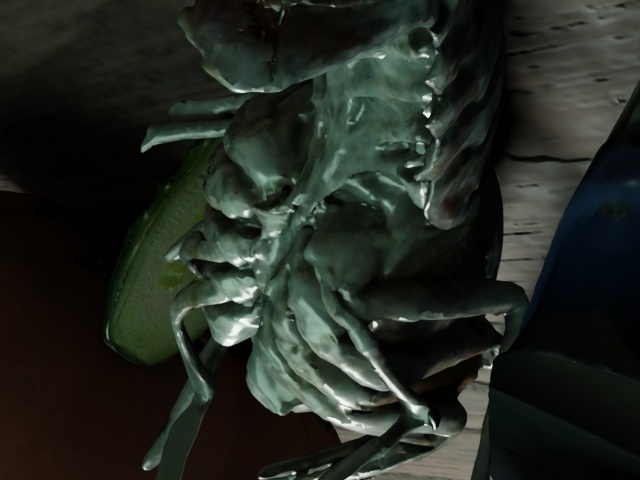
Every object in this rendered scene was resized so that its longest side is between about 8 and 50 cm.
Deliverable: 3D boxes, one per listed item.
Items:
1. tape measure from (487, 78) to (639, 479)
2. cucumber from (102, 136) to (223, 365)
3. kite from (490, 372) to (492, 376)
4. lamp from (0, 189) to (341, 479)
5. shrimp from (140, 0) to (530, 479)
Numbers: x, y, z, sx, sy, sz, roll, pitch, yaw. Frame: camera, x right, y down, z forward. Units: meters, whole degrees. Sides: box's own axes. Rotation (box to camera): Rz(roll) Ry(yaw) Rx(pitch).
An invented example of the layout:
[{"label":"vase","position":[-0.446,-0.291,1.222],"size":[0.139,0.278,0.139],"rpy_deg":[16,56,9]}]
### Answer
[{"label":"tape measure","position":[0.193,0.068,0.617],"size":[0.259,0.138,0.262],"rpy_deg":[27,160,12]},{"label":"cucumber","position":[-0.062,0.002,0.855],"size":[0.067,0.107,0.035],"rpy_deg":[38,178,-43]},{"label":"kite","position":[0.172,0.141,0.819],"size":[0.314,0.011,0.335],"rpy_deg":[13,-157,-46]},{"label":"lamp","position":[-0.133,0.118,0.980],"size":[0.305,0.239,0.305],"rpy_deg":[34,-175,-3]},{"label":"shrimp","position":[0.003,0.000,0.714],"size":[0.221,0.166,0.410],"rpy_deg":[58,156,25]}]
